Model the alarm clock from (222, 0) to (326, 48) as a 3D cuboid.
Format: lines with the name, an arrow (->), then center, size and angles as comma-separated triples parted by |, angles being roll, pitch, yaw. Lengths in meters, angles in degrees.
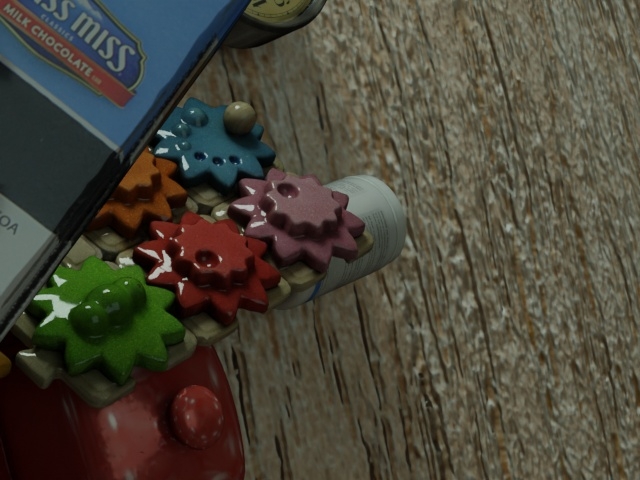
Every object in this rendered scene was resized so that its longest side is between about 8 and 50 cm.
alarm clock -> -0.068, -0.190, 0.948 | 0.192, 0.064, 0.129 | -31, 101, -46

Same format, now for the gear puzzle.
gear puzzle -> -0.125, 0.001, 0.790 | 0.175, 0.044, 0.339 | 40, 43, 21

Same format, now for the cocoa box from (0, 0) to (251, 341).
cocoa box -> -0.223, -0.127, 0.574 | 0.347, 0.231, 0.228 | 37, 73, -9

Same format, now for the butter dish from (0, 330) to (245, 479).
butter dish -> -0.101, 0.106, 0.799 | 0.160, 0.118, 0.160 | -14, 89, -45

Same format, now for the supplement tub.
supplement tub -> 0.000, 0.000, 0.957 | 0.107, 0.071, 0.071 | -21, 93, -44
